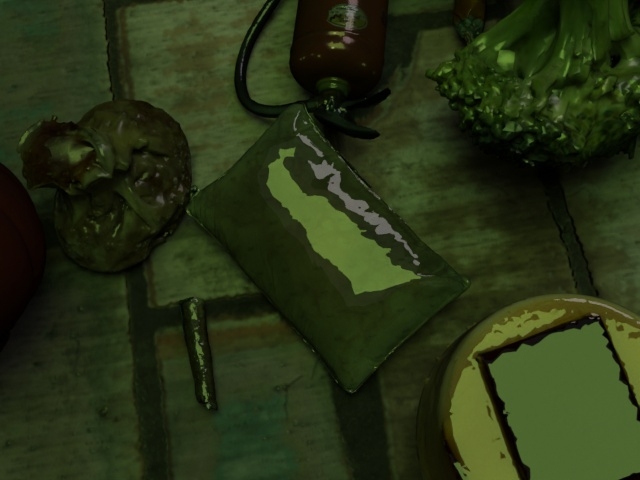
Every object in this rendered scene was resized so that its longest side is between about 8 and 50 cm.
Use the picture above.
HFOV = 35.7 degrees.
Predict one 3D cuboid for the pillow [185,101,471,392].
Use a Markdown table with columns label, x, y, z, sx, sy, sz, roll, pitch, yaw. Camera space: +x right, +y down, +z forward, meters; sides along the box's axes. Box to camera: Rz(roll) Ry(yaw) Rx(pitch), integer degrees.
| label | x | y | z | sx | sy | sz | roll | pitch | yaw |
| --- | --- | --- | --- | --- | --- | --- | --- | --- | --- |
| pillow | 0.000 | 0.000 | 1.114 | 0.185 | 0.075 | 0.302 | -43 | 78 | 2 |

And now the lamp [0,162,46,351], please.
| label | x | y | z | sx | sy | sz | roll | pitch | yaw |
| --- | --- | --- | --- | --- | --- | --- | --- | --- | --- |
| lamp | -0.436 | 0.028 | 1.028 | 0.303 | 0.257 | 0.303 | -17 | 31 | 10 |

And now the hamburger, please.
| label | x | y | z | sx | sy | sz | roll | pitch | yaw |
| --- | --- | --- | --- | --- | --- | --- | --- | --- | --- |
| hamburger | 0.242 | 0.196 | 0.994 | 0.301 | 0.170 | 0.302 | -2 | 68 | 6 |

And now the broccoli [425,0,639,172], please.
| label | x | y | z | sx | sy | sz | roll | pitch | yaw |
| --- | --- | --- | --- | --- | --- | --- | --- | --- | --- |
| broccoli | 0.251 | -0.249 | 1.050 | 0.274 | 0.397 | 0.353 | 7 | 73 | 31 |

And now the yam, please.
| label | x | y | z | sx | sy | sz | roll | pitch | yaw |
| --- | --- | --- | --- | --- | --- | --- | --- | --- | --- |
| yam | -0.137 | 0.128 | 1.105 | 0.033 | 0.027 | 0.130 | 8 | 62 | -37 |

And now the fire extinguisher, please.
| label | x | y | z | sx | sy | sz | roll | pitch | yaw |
| --- | --- | --- | --- | --- | --- | --- | --- | --- | --- |
| fire extinguisher | 0.006 | -0.281 | 1.223 | 0.200 | 0.113 | 0.376 | -15 | 61 | 43 |

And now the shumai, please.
| label | x | y | z | sx | sy | sz | roll | pitch | yaw |
| --- | --- | --- | --- | --- | --- | --- | --- | --- | --- |
| shumai | -0.240 | -0.078 | 1.125 | 0.161 | 0.153 | 0.210 | 21 | 75 | 17 |

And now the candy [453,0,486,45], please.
| label | x | y | z | sx | sy | sz | roll | pitch | yaw |
| --- | --- | --- | --- | --- | --- | --- | --- | --- | --- |
| candy | 0.187 | -0.306 | 1.239 | 0.046 | 0.053 | 0.182 | 5 | 69 | 11 |
